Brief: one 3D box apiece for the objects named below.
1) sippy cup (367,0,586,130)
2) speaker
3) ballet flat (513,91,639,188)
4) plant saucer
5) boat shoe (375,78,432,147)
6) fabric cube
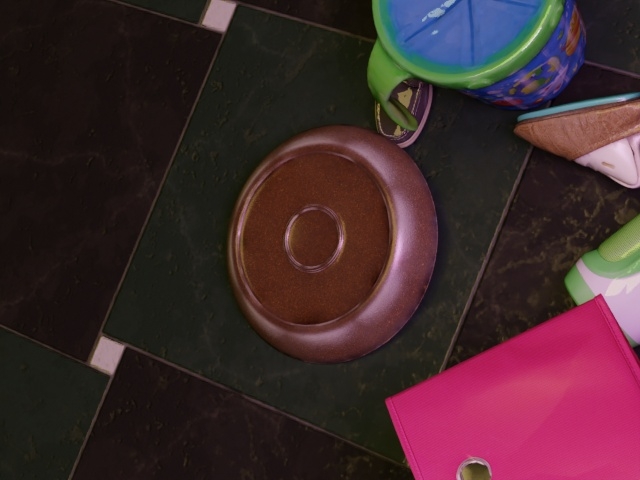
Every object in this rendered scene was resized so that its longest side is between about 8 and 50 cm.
[{"bbox_3d":[0.211,-0.264,1.927,0.305,0.224,0.240,-7,74,26],"label":"sippy cup"},{"bbox_3d":[0.422,-0.005,1.804,0.296,0.131,0.131,-39,62,12],"label":"speaker"},{"bbox_3d":[0.399,-0.132,1.877,0.342,0.116,0.124,-16,89,18],"label":"ballet flat"},{"bbox_3d":[0.000,0.000,2.043,0.310,0.050,0.310,-6,78,29],"label":"plant saucer"},{"bbox_3d":[0.104,-0.233,2.058,0.080,0.073,0.223,8,80,26],"label":"boat shoe"},{"bbox_3d":[0.260,0.255,1.713,0.258,0.259,0.254,-27,59,10],"label":"fabric cube"}]
